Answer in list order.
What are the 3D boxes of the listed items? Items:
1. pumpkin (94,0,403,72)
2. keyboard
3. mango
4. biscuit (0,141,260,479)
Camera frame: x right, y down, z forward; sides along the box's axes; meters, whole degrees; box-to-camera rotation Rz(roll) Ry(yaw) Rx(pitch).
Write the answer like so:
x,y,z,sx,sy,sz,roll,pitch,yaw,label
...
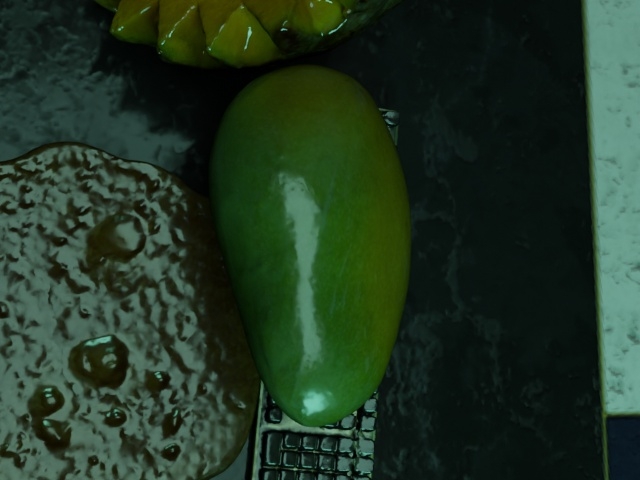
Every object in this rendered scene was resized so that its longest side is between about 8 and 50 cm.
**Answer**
x,y,z,sx,sy,sz,roll,pitch,yaw,label
-0.045,-0.164,0.862,0.149,0.254,0.131,30,83,-55,pumpkin
0.010,0.046,0.898,0.106,0.027,0.317,7,80,-16,keyboard
0.000,0.000,0.815,0.156,0.114,0.251,11,64,-56,mango
-0.171,0.062,0.825,0.272,0.049,0.257,14,76,-20,biscuit
